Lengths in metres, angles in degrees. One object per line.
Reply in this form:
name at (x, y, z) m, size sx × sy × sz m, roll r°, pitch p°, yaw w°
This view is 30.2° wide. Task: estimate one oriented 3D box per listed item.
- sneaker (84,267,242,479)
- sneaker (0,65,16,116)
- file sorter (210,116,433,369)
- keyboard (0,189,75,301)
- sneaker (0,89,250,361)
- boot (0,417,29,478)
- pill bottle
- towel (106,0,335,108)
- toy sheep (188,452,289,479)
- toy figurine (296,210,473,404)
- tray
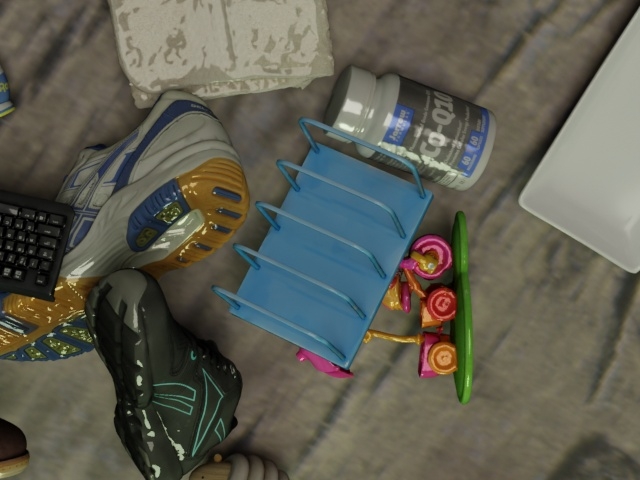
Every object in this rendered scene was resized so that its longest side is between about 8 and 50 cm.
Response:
sneaker at (-0.129, 0.107, 1.011) m, size 0.106 × 0.101 × 0.267 m, roll -26°, pitch 144°, yaw -20°
sneaker at (-0.328, -0.123, 0.978) m, size 0.144 × 0.053 × 0.059 m, roll -9°, pitch 106°, yaw -16°
file sorter at (0.000, 0.000, 0.991) m, size 0.118 × 0.104 × 0.170 m, roll 24°, pitch 82°, yaw 17°
keyboard at (-0.292, 0.006, 0.942) m, size 0.180 × 0.023 × 0.108 m, roll 12°, pitch 83°, yaw 8°
sneaker at (-0.185, -0.008, 1.013) m, size 0.296 × 0.131 × 0.112 m, roll -34°, pitch 143°, yaw 19°
boot at (-0.338, 0.074, 0.974) m, size 0.248 × 0.090 × 0.207 m, roll 15°, pitch 98°, yaw 13°
pill bottle at (0.077, -0.100, 1.036) m, size 0.137 × 0.078 × 0.078 m, roll 19°, pitch 100°, yaw -14°
towel at (-0.091, -0.256, 0.985) m, size 0.187 × 0.049 × 0.282 m, roll -8°, pitch 106°, yaw -9°
toy sheep at (-0.063, 0.244, 1.097) m, size 0.132 × 0.091 × 0.091 m, roll 29°, pitch 98°, yaw -18°
toy figurine at (0.051, 0.061, 1.062) m, size 0.159 × 0.130 × 0.173 m, roll -1°, pitch 95°, yaw 1°
tray at (0.305, -0.117, 1.094) m, size 0.145 × 0.030 × 0.270 m, roll 30°, pitch 98°, yaw -14°
